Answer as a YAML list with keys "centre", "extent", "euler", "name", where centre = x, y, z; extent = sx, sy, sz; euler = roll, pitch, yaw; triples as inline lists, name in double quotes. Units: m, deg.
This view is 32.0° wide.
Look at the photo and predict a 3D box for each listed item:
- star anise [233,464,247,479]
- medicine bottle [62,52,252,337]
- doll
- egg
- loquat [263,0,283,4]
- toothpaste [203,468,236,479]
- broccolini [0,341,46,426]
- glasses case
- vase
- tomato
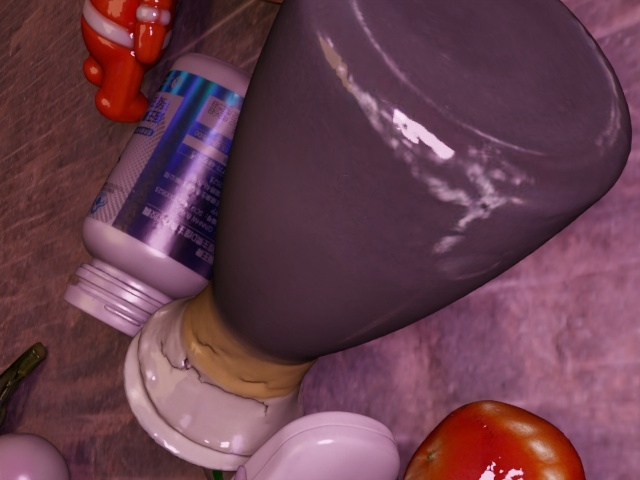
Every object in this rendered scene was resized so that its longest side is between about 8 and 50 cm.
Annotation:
- centre: [-0.021, 0.209, 0.574]
  extent: [0.204, 0.061, 0.180]
  euler: [46, 139, 14]
  name: "star anise"
- centre: [-0.097, -0.025, 0.774]
  extent: [0.107, 0.107, 0.191]
  euler: [14, 74, 59]
  name: "medicine bottle"
- centre: [-0.148, -0.280, 1.028]
  extent: [0.336, 0.105, 0.200]
  euler: [-69, 28, 25]
  name: "doll"
- centre: [-0.281, 0.230, 1.012]
  extent: [0.135, 0.103, 0.103]
  euler: [-48, 40, 35]
  name: "egg"
- centre: [-0.009, -0.234, 0.733]
  extent: [0.172, 0.149, 0.204]
  euler: [-42, 74, 12]
  name: "loquat"
- centre: [-0.090, 0.048, 0.835]
  extent: [0.075, 0.048, 0.301]
  euler: [-37, 49, 32]
  name: "toothpaste"
- centre: [-0.363, 0.172, 1.210]
  extent: [0.202, 0.068, 0.091]
  euler: [-56, 16, 27]
  name: "broccolini"
- centre: [-0.026, 0.166, 0.649]
  extent: [0.193, 0.074, 0.049]
  euler: [-52, 34, 33]
  name: "glasses case"
- centre: [0.000, 0.000, 0.603]
  extent: [0.321, 0.173, 0.173]
  euler: [-51, 38, 43]
  name: "vase"
- centre: [0.076, 0.115, 0.505]
  extent: [0.087, 0.075, 0.087]
  euler: [-38, 43, 46]
  name: "tomato"
